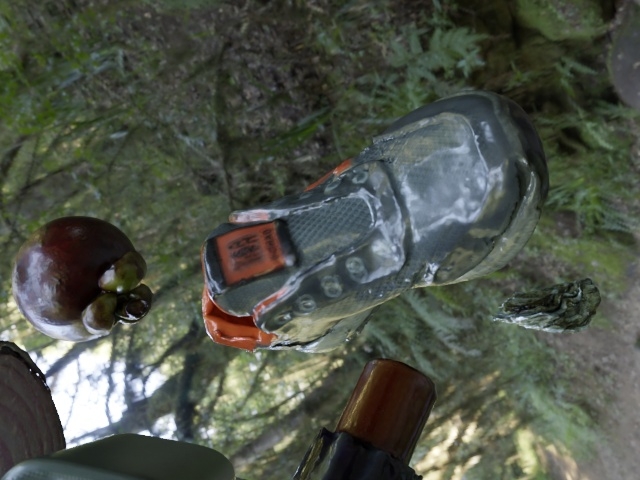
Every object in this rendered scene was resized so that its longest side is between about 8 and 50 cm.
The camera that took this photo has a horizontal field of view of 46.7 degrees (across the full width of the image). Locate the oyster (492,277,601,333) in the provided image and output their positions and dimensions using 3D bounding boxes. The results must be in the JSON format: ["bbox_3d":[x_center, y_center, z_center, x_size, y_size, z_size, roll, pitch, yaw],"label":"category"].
[{"bbox_3d":[0.275,0.083,0.891,0.177,0.124,0.064,-2,-97,-50],"label":"oyster"}]

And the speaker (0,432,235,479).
[{"bbox_3d":[-0.190,0.380,0.646,0.184,0.183,0.407,19,-101,-80],"label":"speaker"}]

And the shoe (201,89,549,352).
[{"bbox_3d":[0.000,0.000,0.543,0.336,0.170,0.132,-39,63,50],"label":"shoe"}]

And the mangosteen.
[{"bbox_3d":[-0.376,0.069,1.220,0.215,0.257,0.215,-27,-56,-51],"label":"mangosteen"}]

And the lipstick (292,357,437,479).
[{"bbox_3d":[-0.015,0.198,0.391,0.300,0.081,0.081,-62,-30,-24],"label":"lipstick"}]

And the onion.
[{"bbox_3d":[-0.374,0.235,0.783,0.247,0.111,0.250,-79,-24,-67],"label":"onion"}]

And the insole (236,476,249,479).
[{"bbox_3d":[-0.155,0.359,1.080,0.197,0.004,0.065,29,-125,-34],"label":"insole"}]
